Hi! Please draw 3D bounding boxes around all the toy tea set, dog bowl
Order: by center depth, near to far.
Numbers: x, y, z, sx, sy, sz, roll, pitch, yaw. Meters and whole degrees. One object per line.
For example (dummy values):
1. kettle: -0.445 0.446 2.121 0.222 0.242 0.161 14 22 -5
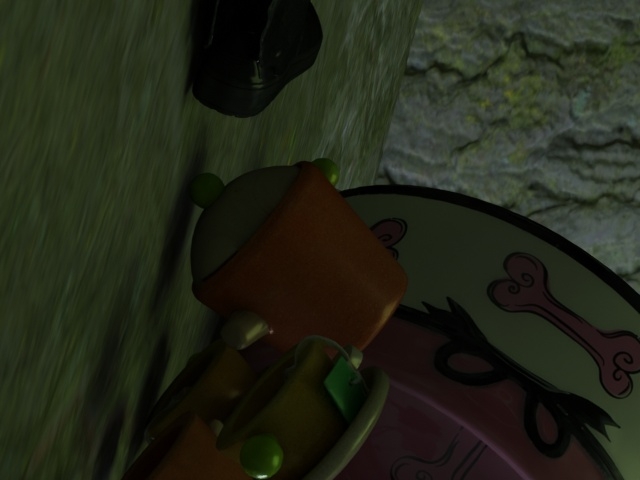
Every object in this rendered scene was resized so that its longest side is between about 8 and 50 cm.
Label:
1. toy tea set: -0.064 0.074 0.980 0.200 0.124 0.336 -46 -170 18
2. dog bowl: 0.089 0.165 1.428 0.150 0.408 0.408 -49 161 -38

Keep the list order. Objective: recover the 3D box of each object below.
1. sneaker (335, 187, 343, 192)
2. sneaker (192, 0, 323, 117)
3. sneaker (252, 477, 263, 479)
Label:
1. sneaker: 0.000 0.000 1.756 0.094 0.080 0.212 -64 178 3
2. sneaker: -0.024 -0.120 0.972 0.170 0.051 0.089 -62 172 -61
3. sneaker: -0.072 0.195 1.255 0.323 0.130 0.236 38 33 -60
